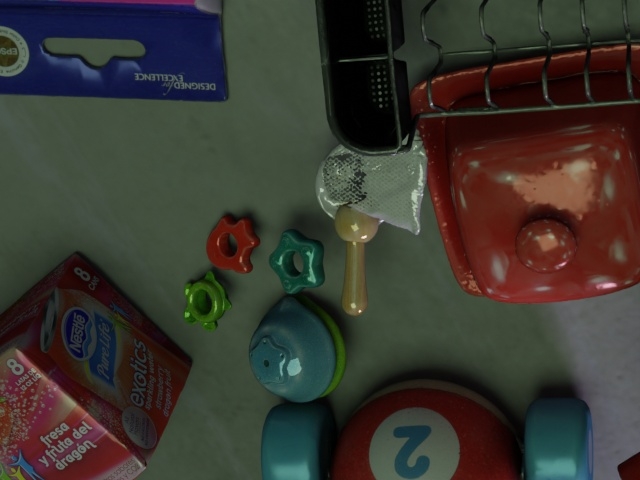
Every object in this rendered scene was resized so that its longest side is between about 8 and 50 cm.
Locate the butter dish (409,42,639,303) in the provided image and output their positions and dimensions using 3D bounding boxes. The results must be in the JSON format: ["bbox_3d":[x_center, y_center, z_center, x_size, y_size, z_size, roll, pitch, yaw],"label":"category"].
[{"bbox_3d":[0.138,-0.020,0.980,0.160,0.118,0.160,-8,116,15],"label":"butter dish"}]

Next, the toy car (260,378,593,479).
[{"bbox_3d":[0.065,0.230,1.063,0.219,0.238,0.210,-3,118,13],"label":"toy car"}]

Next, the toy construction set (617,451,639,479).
[{"bbox_3d":[0.326,0.165,1.022,0.257,0.237,0.308,31,101,18],"label":"toy construction set"}]

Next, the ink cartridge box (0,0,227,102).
[{"bbox_3d":[-0.156,-0.242,0.956,0.176,0.069,0.371,3,121,10],"label":"ink cartridge box"}]

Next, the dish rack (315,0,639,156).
[{"bbox_3d":[0.134,-0.160,0.898,0.272,0.074,0.208,-3,99,13],"label":"dish rack"}]

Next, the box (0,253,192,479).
[{"bbox_3d":[-0.227,0.144,1.141,0.257,0.128,0.122,-38,105,27],"label":"box"}]

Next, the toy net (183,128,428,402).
[{"bbox_3d":[0.000,0.000,1.062,0.122,0.045,0.232,48,124,21],"label":"toy net"}]
